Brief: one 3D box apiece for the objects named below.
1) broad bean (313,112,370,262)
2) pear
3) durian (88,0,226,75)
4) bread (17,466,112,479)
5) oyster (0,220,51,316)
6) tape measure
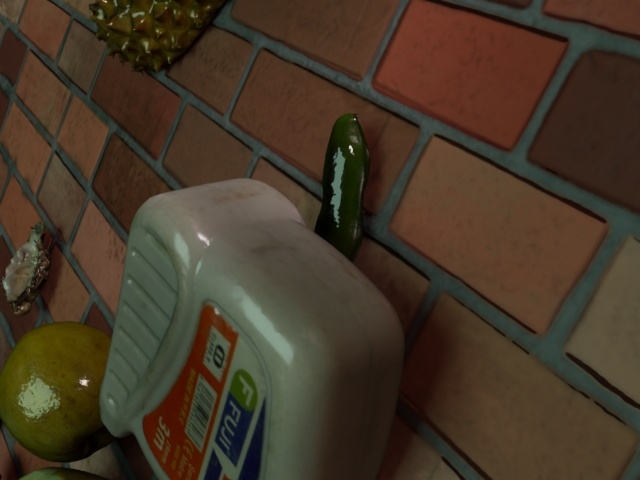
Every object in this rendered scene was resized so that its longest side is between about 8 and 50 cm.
[{"bbox_3d":[0.003,0.003,0.626,0.069,0.039,0.226,31,105,48],"label":"broad bean"},{"bbox_3d":[-0.281,0.171,0.816,0.162,0.149,0.148,42,111,41],"label":"pear"},{"bbox_3d":[-0.200,-0.330,0.892,0.341,0.112,0.191,-22,61,40],"label":"durian"},{"bbox_3d":[-0.272,0.339,0.781,0.257,0.124,0.185,-1,72,49],"label":"bread"},{"bbox_3d":[-0.435,0.045,1.092,0.103,0.051,0.148,-13,54,49],"label":"oyster"},{"bbox_3d":[-0.063,0.099,0.570,0.265,0.130,0.258,40,127,30],"label":"tape measure"}]
